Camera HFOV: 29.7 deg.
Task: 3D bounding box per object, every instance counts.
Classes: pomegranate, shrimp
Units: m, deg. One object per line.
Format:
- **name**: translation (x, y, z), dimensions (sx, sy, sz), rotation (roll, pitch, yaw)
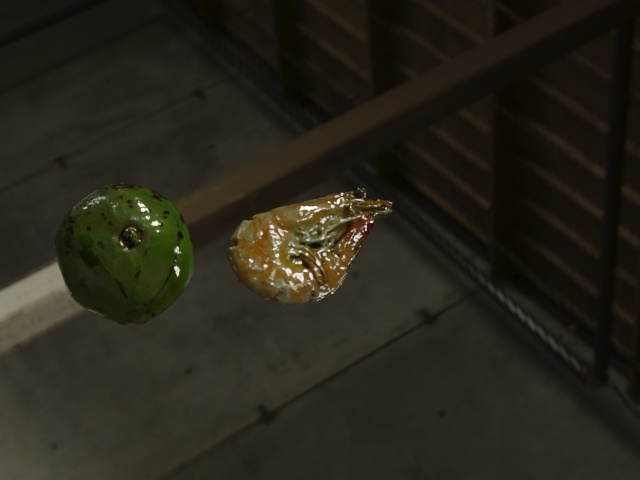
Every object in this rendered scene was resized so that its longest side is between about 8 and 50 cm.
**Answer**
- **pomegranate**: translation (-0.350, 0.031, 2.160), dimensions (0.254, 0.254, 0.270), rotation (58, -27, 11)
- **shrimp**: translation (0.000, 0.000, 1.719), dimensions (0.154, 0.294, 0.062), rotation (54, -32, 15)
